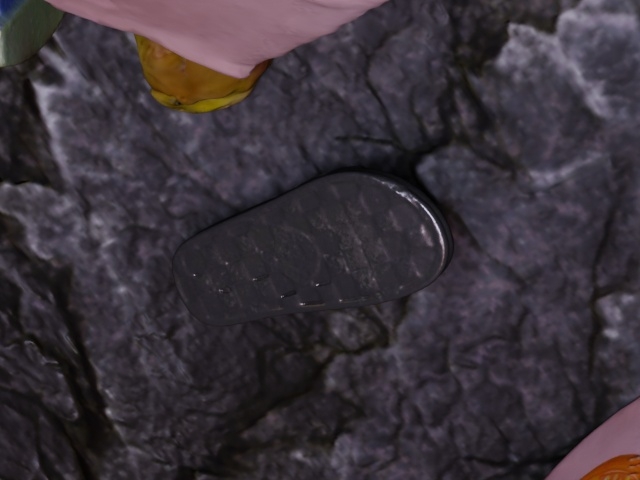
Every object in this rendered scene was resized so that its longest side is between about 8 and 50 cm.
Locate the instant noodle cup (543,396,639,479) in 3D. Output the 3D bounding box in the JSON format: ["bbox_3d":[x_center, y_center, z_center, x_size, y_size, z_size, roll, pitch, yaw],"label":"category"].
[{"bbox_3d":[0.230,0.219,0.919,0.243,0.243,0.231,-38,110,27],"label":"instant noodle cup"}]

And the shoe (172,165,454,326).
[{"bbox_3d":[0.000,0.000,0.961,0.179,0.049,0.071,-16,100,39],"label":"shoe"}]

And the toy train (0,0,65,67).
[{"bbox_3d":[-0.264,-0.189,0.878,0.300,0.131,0.202,6,119,11],"label":"toy train"}]

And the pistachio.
[{"bbox_3d":[-0.059,-0.133,0.903,0.090,0.049,0.173,20,119,4],"label":"pistachio"}]

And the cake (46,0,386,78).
[{"bbox_3d":[-0.068,-0.250,0.669,0.314,0.293,0.306,19,80,-12],"label":"cake"}]
